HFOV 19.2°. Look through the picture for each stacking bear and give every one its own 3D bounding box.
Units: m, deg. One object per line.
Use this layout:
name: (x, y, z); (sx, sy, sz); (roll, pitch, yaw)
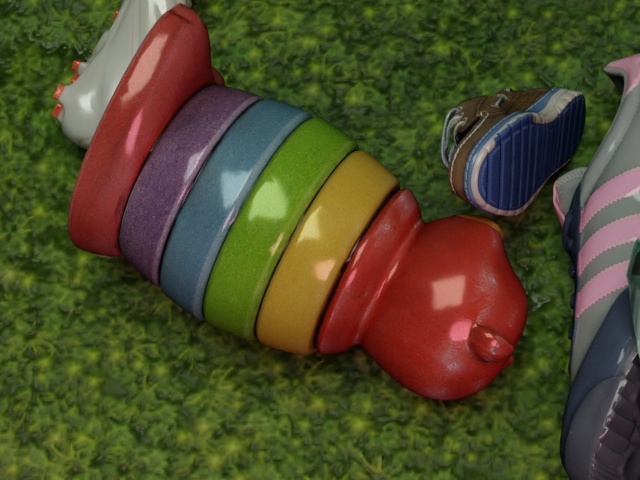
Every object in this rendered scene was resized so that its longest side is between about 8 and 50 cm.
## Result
stacking bear: (0.000, 0.000, 1.218); (0.289, 0.175, 0.164); (28, 79, 10)

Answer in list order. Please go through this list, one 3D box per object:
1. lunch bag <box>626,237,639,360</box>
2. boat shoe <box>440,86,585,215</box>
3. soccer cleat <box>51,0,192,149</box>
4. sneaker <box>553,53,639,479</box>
lunch bag: (0.320, 0.089, 1.102); (0.223, 0.160, 0.262); (-11, 64, -25)
boat shoe: (0.115, -0.061, 1.240); (0.066, 0.183, 0.066); (11, 108, 24)
soccer cleat: (-0.119, -0.145, 1.351); (0.076, 0.068, 0.196); (27, 71, 2)
sneaker: (0.200, 0.017, 1.225); (0.131, 0.112, 0.319); (10, 66, 37)
